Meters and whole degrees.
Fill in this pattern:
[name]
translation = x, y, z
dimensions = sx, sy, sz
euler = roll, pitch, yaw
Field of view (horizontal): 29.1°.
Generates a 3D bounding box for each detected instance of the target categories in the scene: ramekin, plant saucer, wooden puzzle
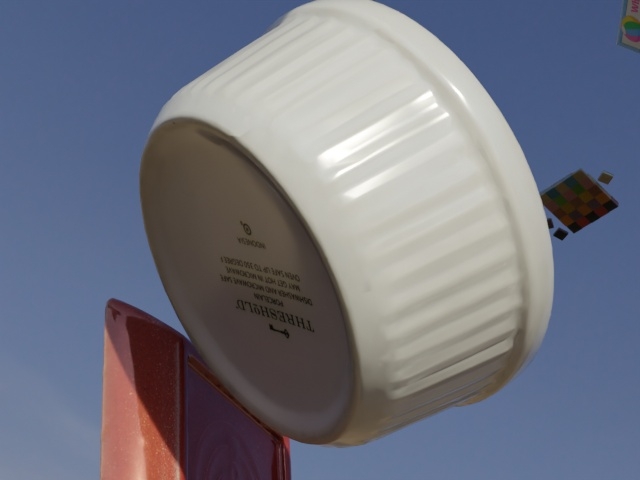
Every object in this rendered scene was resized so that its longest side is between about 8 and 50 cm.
[ramekin]
translation = 0.000, 0.000, 0.746
dimensions = 0.273, 0.127, 0.273
euler = 36, -40, 37
[plant saucer]
translation = -0.073, 0.200, 0.866
dimensions = 0.047, 0.258, 0.259
euler = -13, -31, 15
[wooden puzzle]
translation = 0.217, -0.034, 1.046
dimensions = 0.049, 0.006, 0.083
euler = 41, -51, -18

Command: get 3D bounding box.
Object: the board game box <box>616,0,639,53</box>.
[board game box]
translation = 0.279, -0.198, 0.909
dimensions = 0.103, 0.026, 0.154
euler = 28, -41, 29
